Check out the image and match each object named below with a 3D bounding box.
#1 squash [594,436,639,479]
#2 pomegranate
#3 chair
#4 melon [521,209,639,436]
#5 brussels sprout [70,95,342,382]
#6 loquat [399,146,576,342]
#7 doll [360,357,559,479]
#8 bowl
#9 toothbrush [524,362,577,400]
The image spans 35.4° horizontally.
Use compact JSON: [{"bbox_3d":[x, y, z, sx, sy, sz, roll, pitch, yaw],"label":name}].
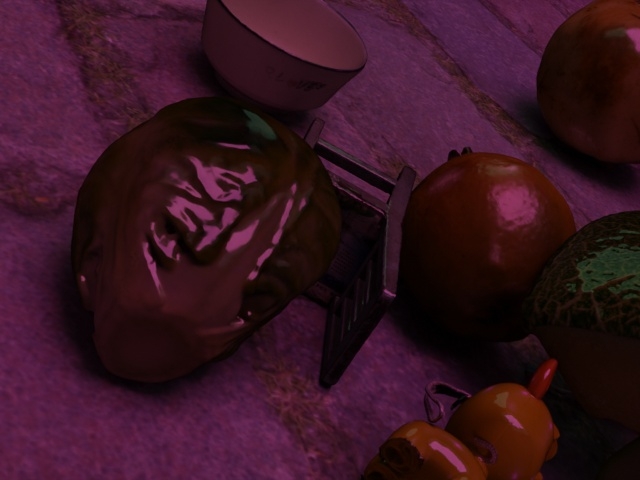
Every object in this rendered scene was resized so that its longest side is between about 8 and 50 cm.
[{"bbox_3d":[0.431,0.199,1.050,0.169,0.252,0.093,27,29,-9],"label":"squash"},{"bbox_3d":[0.561,-0.286,1.831,0.332,0.332,0.332,23,31,-15],"label":"pomegranate"},{"bbox_3d":[0.000,0.000,1.056,0.147,0.136,0.270,28,32,-5],"label":"chair"},{"bbox_3d":[0.396,0.080,1.073,0.331,0.226,0.343,14,40,16],"label":"melon"},{"bbox_3d":[-0.110,-0.003,0.897,0.219,0.210,0.271,42,44,-20],"label":"brussels sprout"},{"bbox_3d":[0.182,-0.009,1.155,0.213,0.213,0.246,14,48,-28],"label":"loquat"},{"bbox_3d":[0.147,0.190,0.936,0.135,0.143,0.221,41,42,17],"label":"doll"},{"bbox_3d":[-0.066,-0.259,1.379,0.238,0.126,0.237,24,31,-15],"label":"bowl"},{"bbox_3d":[0.331,0.198,1.195,0.204,0.017,0.022,27,50,-8],"label":"toothbrush"}]
